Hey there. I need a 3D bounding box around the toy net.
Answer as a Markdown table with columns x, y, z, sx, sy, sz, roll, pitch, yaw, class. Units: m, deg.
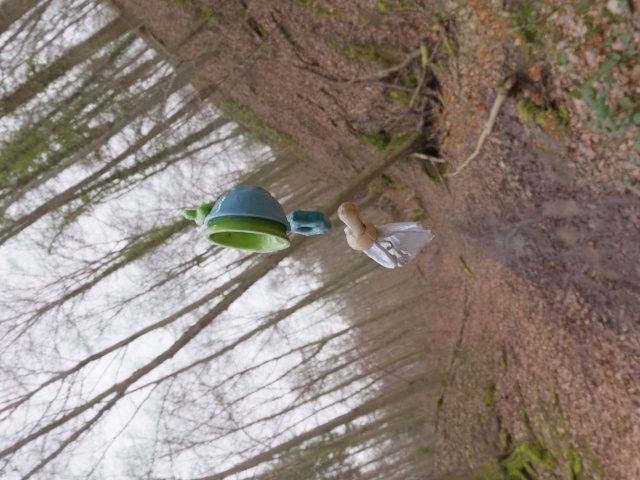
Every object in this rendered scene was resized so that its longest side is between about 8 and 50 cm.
| x | y | z | sx | sy | sz | roll | pitch | yaw | class |
| --- | --- | --- | --- | --- | --- | --- | --- | --- | --- |
| 0.000 | 0.000 | 0.469 | 0.233 | 0.122 | 0.045 | 11 | -108 | -29 | toy net |
